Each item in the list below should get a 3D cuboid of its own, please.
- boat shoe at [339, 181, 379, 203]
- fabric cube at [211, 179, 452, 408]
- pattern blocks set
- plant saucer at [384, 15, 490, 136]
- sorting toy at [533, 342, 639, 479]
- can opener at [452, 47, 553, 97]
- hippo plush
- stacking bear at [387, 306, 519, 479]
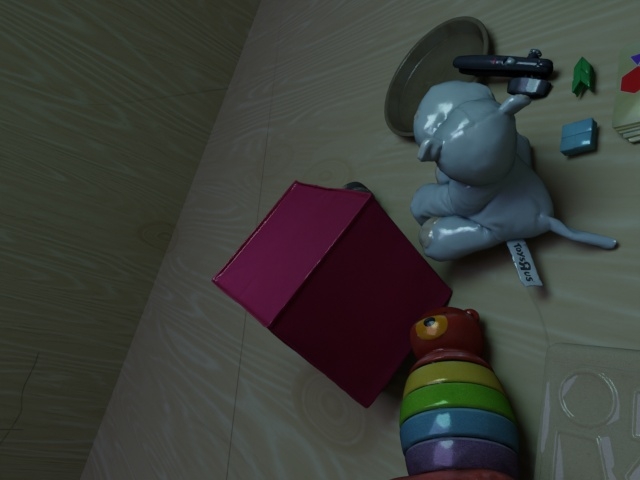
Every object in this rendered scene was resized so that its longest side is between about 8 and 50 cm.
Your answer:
[{"bbox_3d":[0.000,0.000,1.096,0.355,0.132,0.130,-38,32,25],"label":"boat shoe"},{"bbox_3d":[0.015,0.079,0.819,0.254,0.258,0.259,-52,31,-10],"label":"fabric cube"},{"bbox_3d":[0.482,-0.217,0.596,0.325,0.026,0.285,9,78,57],"label":"pattern blocks set"},{"bbox_3d":[0.249,-0.345,1.004,0.278,0.041,0.277,-32,47,42],"label":"plant saucer"},{"bbox_3d":[0.344,0.225,0.523,0.193,0.038,0.208,-8,60,54],"label":"sorting toy"},{"bbox_3d":[0.319,-0.306,0.823,0.186,0.059,0.073,28,91,37],"label":"can opener"},{"bbox_3d":[0.209,-0.091,0.680,0.234,0.236,0.294,-34,42,20],"label":"hippo plush"},{"bbox_3d":[0.183,0.221,0.646,0.175,0.164,0.289,-25,39,31],"label":"stacking bear"}]
